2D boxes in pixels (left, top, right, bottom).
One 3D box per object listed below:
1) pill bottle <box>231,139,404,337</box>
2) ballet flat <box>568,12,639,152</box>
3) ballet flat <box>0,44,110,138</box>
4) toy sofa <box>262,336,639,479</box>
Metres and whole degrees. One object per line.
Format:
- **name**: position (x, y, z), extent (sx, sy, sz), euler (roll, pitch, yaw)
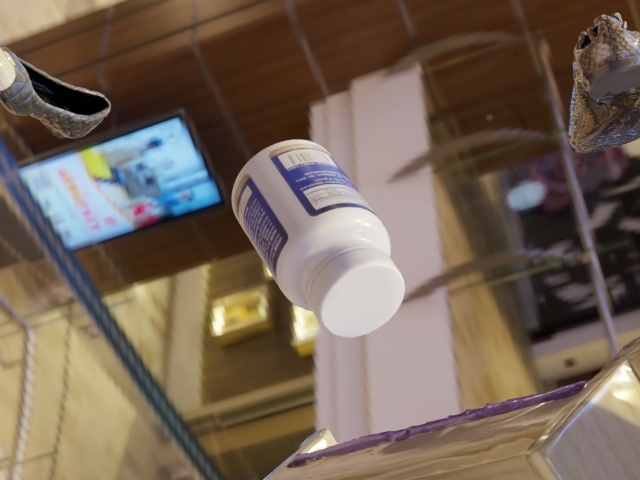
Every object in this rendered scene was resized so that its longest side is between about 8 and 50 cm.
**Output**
- **pill bottle**: position (0.000, 0.000, 1.289), extent (0.187, 0.112, 0.112), euler (56, -1, 45)
- **ballet flat**: position (0.238, -0.127, 1.152), extent (0.250, 0.084, 0.058), euler (42, 29, -73)
- **ballet flat**: position (-0.216, -0.120, 1.068), extent (0.057, 0.049, 0.173), euler (62, 8, 15)
- **toy sofa**: position (0.111, 0.169, 0.894), extent (0.177, 0.362, 0.150), euler (-36, 96, -36)
